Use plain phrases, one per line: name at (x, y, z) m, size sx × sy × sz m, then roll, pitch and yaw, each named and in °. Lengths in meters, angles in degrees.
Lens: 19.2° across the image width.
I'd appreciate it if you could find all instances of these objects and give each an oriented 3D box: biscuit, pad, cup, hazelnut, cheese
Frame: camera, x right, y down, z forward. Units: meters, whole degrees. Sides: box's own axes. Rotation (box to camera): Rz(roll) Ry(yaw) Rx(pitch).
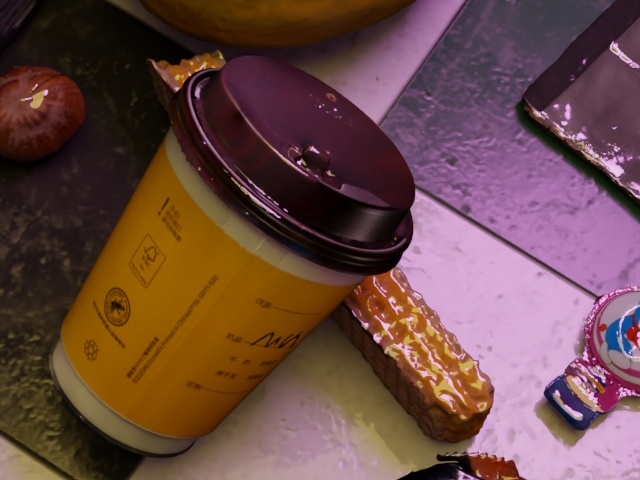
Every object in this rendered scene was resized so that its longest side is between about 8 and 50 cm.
biscuit at (0.000, 0.000, 1.467) m, size 0.054 × 0.094 × 0.379 m, roll -36°, pitch 74°, yaw -11°
pad at (0.297, -0.137, 1.584) m, size 0.174 × 0.022 × 0.233 m, roll 38°, pitch 69°, yaw 12°
cup at (-0.069, 0.016, 1.350) m, size 0.196 × 0.280 × 0.196 m, roll 29°, pitch 28°, yaw -17°
hazelnut at (-0.232, -0.102, 1.497) m, size 0.086 × 0.086 × 0.086 m, roll 2°, pitch 68°, yaw -4°
cheese at (0.237, 0.090, 1.476) m, size 0.145 × 0.038 × 0.095 m, roll -39°, pitch 75°, yaw -18°

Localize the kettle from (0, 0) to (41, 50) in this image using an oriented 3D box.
kettle at (-0.350, -0.296, 1.506) m, size 0.271 × 0.207 × 0.251 m, roll 27°, pitch 75°, yaw 15°

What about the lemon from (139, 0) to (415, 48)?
lemon at (-0.019, -0.284, 1.485) m, size 0.316 × 0.285 × 0.285 m, roll -8°, pitch 66°, yaw 20°

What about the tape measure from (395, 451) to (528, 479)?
tape measure at (0.091, 0.260, 1.344) m, size 0.223 × 0.135 × 0.202 m, roll -6°, pitch 69°, yaw -9°
